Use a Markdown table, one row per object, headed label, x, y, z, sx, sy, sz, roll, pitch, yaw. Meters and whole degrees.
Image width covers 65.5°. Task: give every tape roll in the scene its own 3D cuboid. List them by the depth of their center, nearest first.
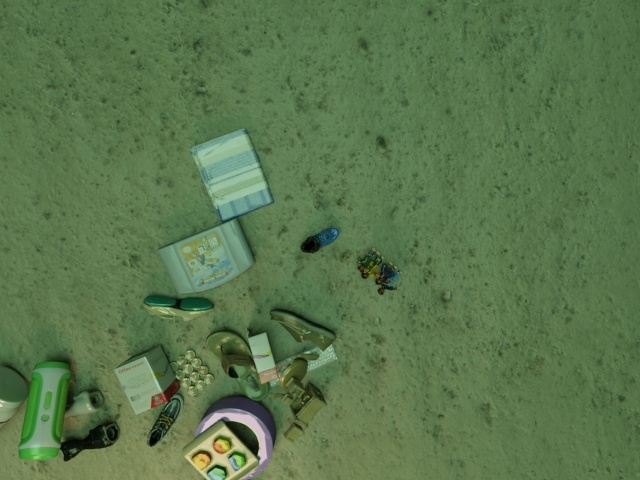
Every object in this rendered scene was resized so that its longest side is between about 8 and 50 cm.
| label | x | y | z | sx | sy | sz | roll | pitch | yaw |
| --- | --- | --- | --- | --- | --- | --- | --- | --- | --- |
| tape roll | -0.297 | 0.693 | 1.742 | 0.274 | 0.090 | 0.275 | 1 | 101 | 3 |

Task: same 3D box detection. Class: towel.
| label | x | y | z | sx | sy | sz | roll | pitch | yaw |
| --- | --- | --- | --- | --- | --- | --- | --- | --- | --- |
| towel | -0.305 | -0.226 | 1.725 | 0.209 | 0.034 | 0.285 | -22 | 96 | -2 |

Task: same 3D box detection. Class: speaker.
| label | x | y | z | sx | sy | sz | roll | pitch | yaw |
| --- | --- | --- | --- | --- | --- | --- | --- | --- | --- |
| speaker | -0.916 | 0.565 | 1.659 | 0.131 | 0.131 | 0.297 | -6 | 62 | -1 |

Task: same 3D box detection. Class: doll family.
| label | x | y | z | sx | sy | sz | roll | pitch | yaw |
| --- | --- | --- | --- | --- | --- | --- | --- | --- | --- |
| doll family | 0.202 | 0.115 | 1.738 | 0.193 | 0.076 | 0.111 | 38 | 88 | -6 |

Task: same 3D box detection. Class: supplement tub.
| label | x | y | z | sx | sy | sz | roll | pitch | yaw |
| --- | --- | --- | --- | --- | --- | --- | --- | --- | --- |
| supplement tub | -1.157 | 0.578 | 1.682 | 0.191 | 0.191 | 0.272 | 45 | 92 | -4 |

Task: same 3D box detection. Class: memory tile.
| label | x | y | z | sx | sy | sz | roll | pitch | yaw |
| --- | --- | --- | --- | --- | --- | --- | --- | --- | --- |
| memory tile | -0.461 | 0.472 | 1.779 | 0.113 | 0.012 | 0.148 | -37 | 93 | 1 |

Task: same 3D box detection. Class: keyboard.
| label | x | y | z | sx | sy | sz | roll | pitch | yaw |
| --- | --- | --- | --- | --- | --- | --- | --- | --- | --- |
| keyboard | -0.070 | 0.442 | 1.784 | 0.256 | 0.014 | 0.072 | -23 | 94 | 0 |

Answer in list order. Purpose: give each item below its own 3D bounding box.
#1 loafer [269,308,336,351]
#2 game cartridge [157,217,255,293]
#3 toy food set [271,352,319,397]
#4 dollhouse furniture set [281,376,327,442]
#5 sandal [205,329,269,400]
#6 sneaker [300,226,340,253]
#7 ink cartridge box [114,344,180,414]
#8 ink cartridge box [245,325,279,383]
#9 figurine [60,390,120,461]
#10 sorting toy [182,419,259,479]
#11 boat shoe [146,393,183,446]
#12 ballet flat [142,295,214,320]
| label | x | y | z | sx | sy | sz | roll | pitch | yaw |
| --- | --- | --- | --- | --- | --- | --- | --- | --- | --- |
| loafer | -0.069 | 0.315 | 1.735 | 0.251 | 0.094 | 0.087 | 25 | 89 | -3 |
| game cartridge | -0.388 | 0.064 | 1.722 | 0.297 | 0.062 | 0.198 | -22 | 96 | 2 |
| toy food set | -0.096 | 0.460 | 1.724 | 0.038 | 0.132 | 0.192 | 38 | 98 | 37 |
| dollhouse furniture set | -0.104 | 0.575 | 1.730 | 0.161 | 0.101 | 0.182 | 40 | 92 | -26 |
| sandal | -0.283 | 0.439 | 1.740 | 0.120 | 0.086 | 0.303 | -37 | 96 | 6 |
| sneaker | 0.000 | 0.001 | 1.719 | 0.152 | 0.084 | 0.058 | -23 | 94 | 0 |
| ink cartridge box | -0.594 | 0.475 | 1.713 | 0.128 | 0.127 | 0.176 | -22 | 95 | 8 |
| ink cartridge box | -0.199 | 0.386 | 1.710 | 0.067 | 0.115 | 0.198 | -17 | 78 | -9 |
| figurine | -0.854 | 0.653 | 1.751 | 0.209 | 0.092 | 0.215 | -24 | 93 | 5 |
| sorting toy | -0.341 | 0.740 | 1.688 | 0.193 | 0.038 | 0.208 | -38 | 96 | 9 |
| boat shoe | -0.546 | 0.638 | 1.752 | 0.065 | 0.083 | 0.183 | 28 | 93 | -3 |
| ballet flat | -0.494 | 0.241 | 1.738 | 0.248 | 0.086 | 0.086 | 7 | 94 | 0 |
